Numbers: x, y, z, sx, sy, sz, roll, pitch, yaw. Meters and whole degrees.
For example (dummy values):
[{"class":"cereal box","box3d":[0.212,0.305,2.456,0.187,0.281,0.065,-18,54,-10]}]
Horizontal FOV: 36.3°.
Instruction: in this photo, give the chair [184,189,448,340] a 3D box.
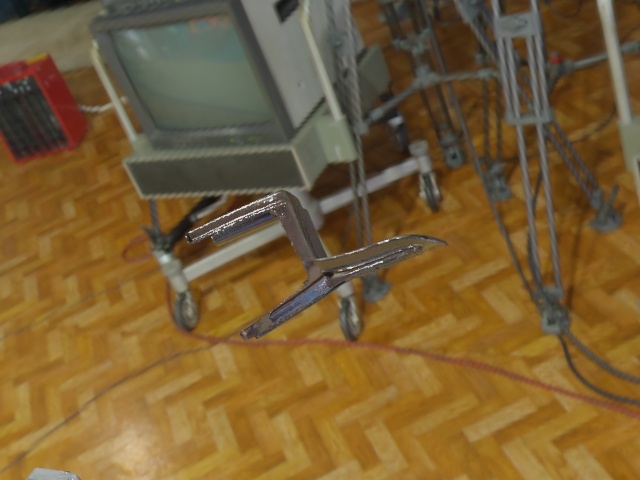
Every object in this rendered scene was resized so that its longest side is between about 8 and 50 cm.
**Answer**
[{"class":"chair","box3d":[0.000,0.000,1.434,0.326,0.183,0.175,-27,-6,5]}]

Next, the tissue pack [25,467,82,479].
[{"class":"tissue pack","box3d":[-0.446,0.471,1.731,0.109,0.148,0.060,-2,42,34]}]
